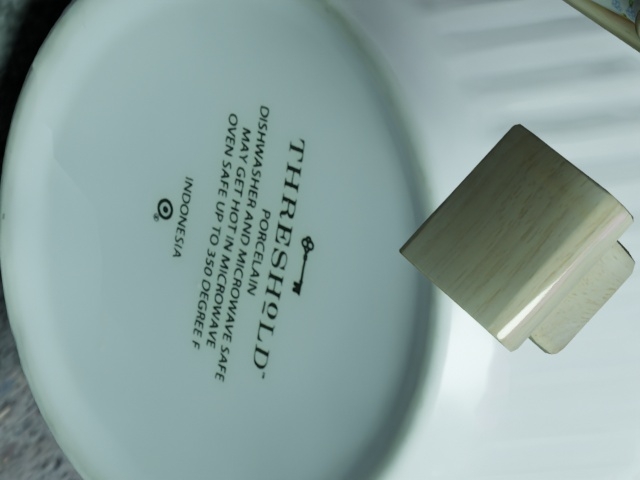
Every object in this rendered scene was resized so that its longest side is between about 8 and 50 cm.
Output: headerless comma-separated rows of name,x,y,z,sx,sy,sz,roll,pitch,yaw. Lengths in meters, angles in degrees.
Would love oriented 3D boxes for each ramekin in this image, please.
ramekin,0.000,0.000,0.708,0.127,0.273,0.273,-7,128,-48

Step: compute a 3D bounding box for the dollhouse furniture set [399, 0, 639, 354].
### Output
dollhouse furniture set,0.050,-0.205,0.549,0.355,0.303,0.174,-49,137,0
